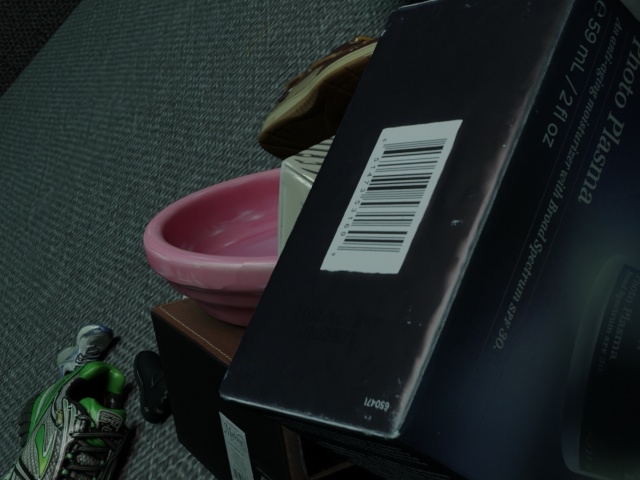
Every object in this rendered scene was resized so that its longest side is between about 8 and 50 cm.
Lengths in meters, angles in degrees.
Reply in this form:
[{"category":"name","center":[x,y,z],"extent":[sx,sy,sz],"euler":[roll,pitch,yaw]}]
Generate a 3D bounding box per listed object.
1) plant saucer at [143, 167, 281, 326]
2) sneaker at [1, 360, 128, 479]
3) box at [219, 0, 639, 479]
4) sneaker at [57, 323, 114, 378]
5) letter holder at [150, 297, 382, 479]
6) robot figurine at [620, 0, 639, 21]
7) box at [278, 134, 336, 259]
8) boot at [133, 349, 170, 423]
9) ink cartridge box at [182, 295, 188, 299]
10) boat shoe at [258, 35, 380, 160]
[{"category":"plant saucer","center":[0.000,0.000,1.027],"extent":[0.332,0.332,0.084],"euler":[-151,50,-62]},{"category":"sneaker","center":[-0.321,0.280,1.356],"extent":[0.146,0.134,0.343],"euler":[-44,30,22]},{"category":"box","center":[0.146,0.037,0.694],"extent":[0.183,0.294,0.296],"euler":[2,63,53]},{"category":"sneaker","center":[-0.351,0.177,1.607],"extent":[0.135,0.052,0.058],"euler":[-45,40,37]},{"category":"letter holder","center":[0.002,0.136,0.990],"extent":[0.302,0.214,0.152],"euler":[20,124,61]},{"category":"robot figurine","center":[0.263,-0.314,0.954],"extent":[0.300,0.200,0.353],"euler":[33,84,21]},{"category":"box","center":[0.098,-0.050,0.849],"extent":[0.094,0.275,0.113],"euler":[37,139,33]},{"category":"boot","center":[-0.192,0.165,1.363],"extent":[0.099,0.045,0.121],"euler":[-46,37,25]},{"category":"ink cartridge box","center":[-0.116,0.057,1.333],"extent":[0.181,0.061,0.104],"euler":[-25,41,45]},{"category":"boat shoe","center":[0.048,-0.196,1.278],"extent":[0.342,0.123,0.123],"euler":[-26,42,54]}]
